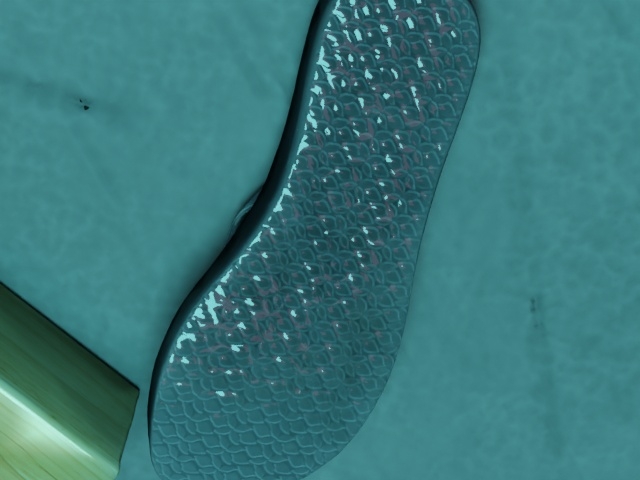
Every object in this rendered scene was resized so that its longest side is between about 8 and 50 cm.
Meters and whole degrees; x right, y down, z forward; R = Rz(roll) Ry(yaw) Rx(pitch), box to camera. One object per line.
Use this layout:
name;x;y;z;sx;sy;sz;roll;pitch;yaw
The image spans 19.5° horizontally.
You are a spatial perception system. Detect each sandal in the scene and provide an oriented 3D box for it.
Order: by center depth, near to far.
sandal;0.001;0.000;0.826;0.097;0.054;0.254;23;99;-15

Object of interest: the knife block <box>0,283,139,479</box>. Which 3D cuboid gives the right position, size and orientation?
knife block;-0.230;0.003;0.804;0.276;0.088;0.242;-4;111;3
